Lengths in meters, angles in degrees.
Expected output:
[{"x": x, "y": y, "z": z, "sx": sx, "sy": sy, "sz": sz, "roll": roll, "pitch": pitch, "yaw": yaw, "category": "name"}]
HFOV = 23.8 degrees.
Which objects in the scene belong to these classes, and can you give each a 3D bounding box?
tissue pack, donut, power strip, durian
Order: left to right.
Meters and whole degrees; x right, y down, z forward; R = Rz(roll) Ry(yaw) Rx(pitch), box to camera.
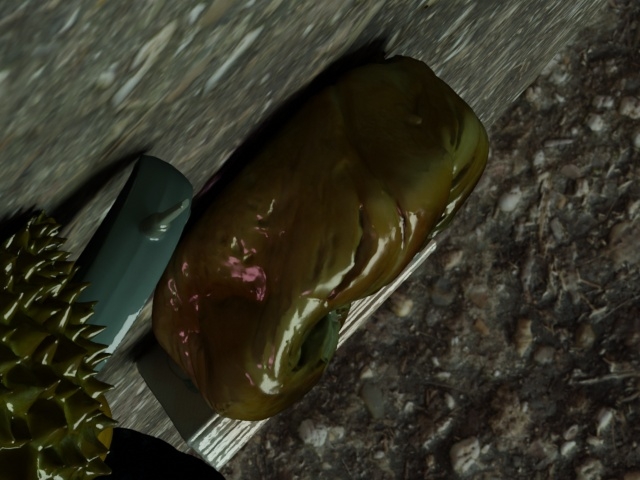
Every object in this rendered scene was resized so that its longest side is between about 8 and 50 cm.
[{"x": -0.237, "y": 0.133, "z": 0.869, "sx": 0.172, "sy": 0.166, "sz": 0.306, "roll": 9, "pitch": 126, "yaw": -45, "category": "durian"}, {"x": -0.144, "y": 0.032, "z": 0.968, "sx": 0.216, "sy": 0.044, "sz": 0.137, "roll": -48, "pitch": -162, "yaw": 29, "category": "power strip"}, {"x": -0.040, "y": 0.070, "z": 1.583, "sx": 0.325, "sy": 0.071, "sz": 0.170, "roll": -45, "pitch": -143, "yaw": -1, "category": "tissue pack"}, {"x": 0.000, "y": 0.000, "z": 1.346, "sx": 0.360, "sy": 0.170, "sz": 0.360, "roll": -47, "pitch": 174, "yaw": -7, "category": "donut"}]

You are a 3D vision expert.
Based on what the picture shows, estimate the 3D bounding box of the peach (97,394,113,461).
[{"x": -0.234, "y": 0.163, "z": 1.137, "sx": 0.179, "sy": 0.103, "sz": 0.179, "roll": -46, "pitch": 172, "yaw": -9, "category": "peach"}]

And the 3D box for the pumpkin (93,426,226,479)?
[{"x": -0.204, "y": 0.351, "z": 1.388, "sx": 0.363, "sy": 0.363, "sz": 0.266, "roll": -43, "pitch": 167, "yaw": -26, "category": "pumpkin"}]
